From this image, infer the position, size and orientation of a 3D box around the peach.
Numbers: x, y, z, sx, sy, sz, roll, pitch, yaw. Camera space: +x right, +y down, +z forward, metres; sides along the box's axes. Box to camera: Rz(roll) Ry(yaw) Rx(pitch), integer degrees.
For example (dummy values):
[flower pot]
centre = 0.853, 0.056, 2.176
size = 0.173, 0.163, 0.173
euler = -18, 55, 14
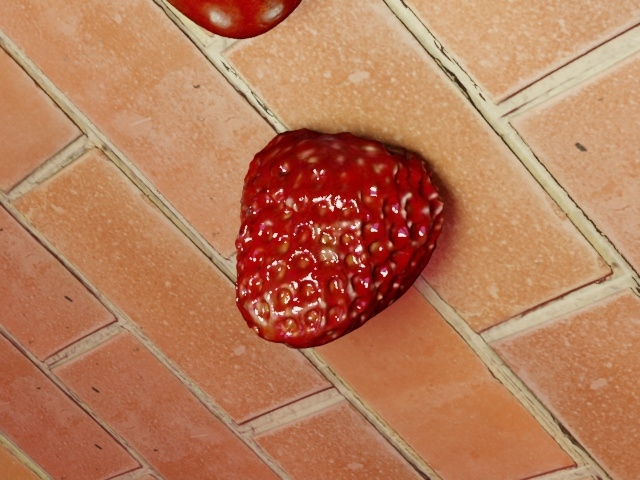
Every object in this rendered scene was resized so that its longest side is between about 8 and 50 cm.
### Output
[peach]
centre = -0.130, -0.385, 1.791
size = 0.243, 0.199, 0.243
euler = 6, 131, 7

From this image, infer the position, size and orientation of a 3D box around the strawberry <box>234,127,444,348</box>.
[strawberry]
centre = 0.000, 0.000, 1.974
size = 0.317, 0.345, 0.295
euler = 29, 139, 4
